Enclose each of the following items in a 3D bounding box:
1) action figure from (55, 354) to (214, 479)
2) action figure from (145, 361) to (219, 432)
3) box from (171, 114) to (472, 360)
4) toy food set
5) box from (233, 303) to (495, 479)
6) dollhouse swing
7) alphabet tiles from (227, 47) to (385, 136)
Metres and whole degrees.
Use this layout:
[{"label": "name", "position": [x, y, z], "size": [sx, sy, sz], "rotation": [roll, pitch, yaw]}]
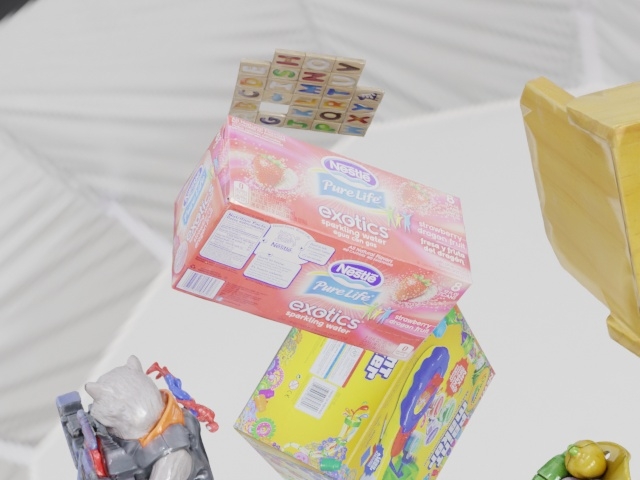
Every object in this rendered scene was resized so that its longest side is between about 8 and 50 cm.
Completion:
[{"label": "action figure", "position": [-0.176, 0.261, 1.714], "size": [0.341, 0.178, 0.330], "rotation": [51, -16, 58]}, {"label": "action figure", "position": [-0.157, 0.186, 1.801], "size": [0.115, 0.030, 0.038], "rotation": [36, -6, 31]}, {"label": "box", "position": [0.000, 0.000, 1.714], "size": [0.300, 0.154, 0.142], "rotation": [18, 42, -21]}, {"label": "toy food set", "position": [0.270, 0.314, 1.792], "size": [0.071, 0.218, 0.128], "rotation": [37, -2, -32]}, {"label": "box", "position": [0.068, 0.215, 2.109], "size": [0.177, 0.290, 0.279], "rotation": [23, -17, 29]}, {"label": "dollhouse swing", "position": [0.456, -0.071, 2.032], "size": [0.305, 0.315, 0.347], "rotation": [-96, 171, -64]}, {"label": "alphabet tiles", "position": [-0.017, -0.197, 2.085], "size": [0.198, 0.009, 0.237], "rotation": [7, -19, -7]}]
